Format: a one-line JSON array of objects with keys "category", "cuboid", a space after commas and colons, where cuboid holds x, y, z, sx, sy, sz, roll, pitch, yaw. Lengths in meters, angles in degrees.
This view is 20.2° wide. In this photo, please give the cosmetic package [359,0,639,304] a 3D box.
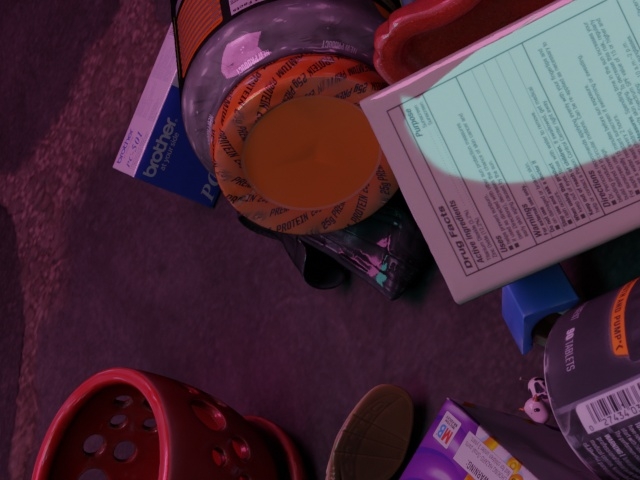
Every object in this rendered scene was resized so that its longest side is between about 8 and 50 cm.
[{"category": "cosmetic package", "cuboid": [0.202, -0.093, 1.180, 0.309, 0.113, 0.160, -24, 92, 30]}]

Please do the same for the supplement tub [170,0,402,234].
[{"category": "supplement tub", "cuboid": [-0.023, -0.158, 1.474, 0.193, 0.194, 0.316, -47, 31, 26]}]

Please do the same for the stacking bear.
[{"category": "stacking bear", "cuboid": [0.125, -0.231, 1.402, 0.175, 0.164, 0.289, -41, 34, 22]}]

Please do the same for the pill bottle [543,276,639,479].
[{"category": "pill bottle", "cuboid": [0.268, 0.060, 1.106, 0.246, 0.130, 0.130, -29, 52, 39]}]

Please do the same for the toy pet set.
[{"category": "toy pet set", "cuboid": [0.176, 0.067, 1.267, 0.122, 0.065, 0.114, -48, 42, 24]}]

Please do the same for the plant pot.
[{"category": "plant pot", "cuboid": [-0.117, 0.215, 1.466, 0.191, 0.174, 0.191, -27, 53, 42]}]

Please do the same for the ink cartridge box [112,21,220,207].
[{"category": "ink cartridge box", "cuboid": [-0.109, -0.144, 1.693, 0.046, 0.097, 0.207, 24, 91, 53]}]

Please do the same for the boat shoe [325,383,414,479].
[{"category": "boat shoe", "cuboid": [0.029, 0.182, 1.407, 0.048, 0.056, 0.153, -134, 61, -83]}]

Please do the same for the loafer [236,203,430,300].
[{"category": "loafer", "cuboid": [0.000, 0.000, 1.506, 0.223, 0.076, 0.078, 14, 76, 49]}]

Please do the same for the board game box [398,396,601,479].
[{"category": "board game box", "cuboid": [0.100, 0.265, 1.194, 0.142, 0.144, 0.275, 40, 105, 46]}]
